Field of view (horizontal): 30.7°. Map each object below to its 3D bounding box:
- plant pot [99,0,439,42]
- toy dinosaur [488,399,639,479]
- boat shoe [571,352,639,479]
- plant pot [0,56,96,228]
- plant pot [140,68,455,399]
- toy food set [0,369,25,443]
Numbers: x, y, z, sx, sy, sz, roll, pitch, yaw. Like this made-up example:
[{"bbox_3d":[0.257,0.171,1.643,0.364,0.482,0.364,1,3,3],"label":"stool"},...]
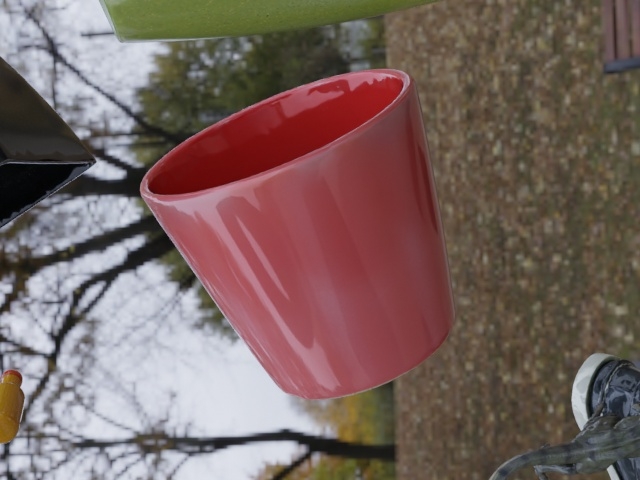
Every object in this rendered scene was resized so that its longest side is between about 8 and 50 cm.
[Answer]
[{"bbox_3d":[-0.049,-0.274,0.912,0.275,0.293,0.275,157,90,-82],"label":"plant pot"},{"bbox_3d":[0.262,0.201,1.134,0.118,0.268,0.064,130,124,-83],"label":"toy dinosaur"},{"bbox_3d":[0.405,0.256,1.301,0.127,0.113,0.340,-48,-60,-28],"label":"boat shoe"},{"bbox_3d":[-0.338,-0.088,0.996,0.167,0.188,0.187,60,-167,2],"label":"plant pot"},{"bbox_3d":[0.000,0.000,1.117,0.275,0.275,0.243,-73,-37,-64],"label":"plant pot"},{"bbox_3d":[-0.425,0.234,1.286,0.232,0.111,0.104,-51,19,17],"label":"toy food set"}]
